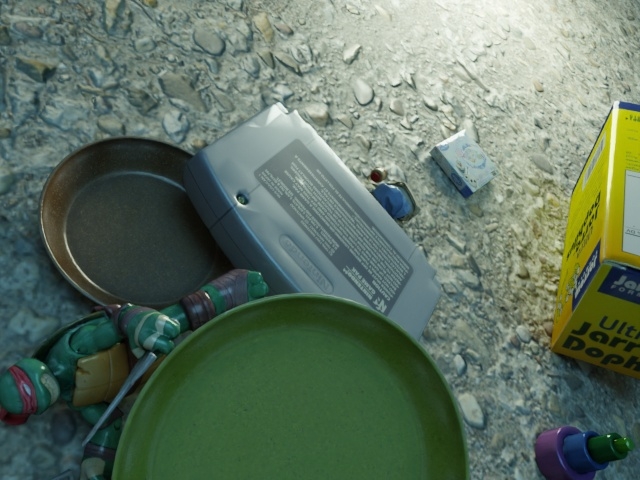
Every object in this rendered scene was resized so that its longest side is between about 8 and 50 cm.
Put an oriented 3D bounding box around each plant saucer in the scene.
[{"bbox_3d":[-0.167,-0.011,0.566,0.198,0.036,0.198,16,54,-24],"label":"plant saucer"},{"bbox_3d":[-0.015,0.157,0.396,0.241,0.037,0.241,3,81,-16],"label":"plant saucer"}]

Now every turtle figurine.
[{"bbox_3d":[-0.146,0.099,0.444,0.118,0.175,0.234,45,38,23],"label":"turtle figurine"}]

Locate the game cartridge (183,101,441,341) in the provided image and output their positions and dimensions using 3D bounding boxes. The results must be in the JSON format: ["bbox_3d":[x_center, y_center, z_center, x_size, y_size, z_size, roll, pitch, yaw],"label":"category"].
[{"bbox_3d":[0.000,0.000,0.622,0.297,0.062,0.198,48,45,-6],"label":"game cartridge"}]

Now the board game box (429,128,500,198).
[{"bbox_3d":[0.221,-0.118,0.884,0.090,0.020,0.090,-31,82,-40],"label":"board game box"}]

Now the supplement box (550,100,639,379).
[{"bbox_3d":[0.464,-0.004,0.811,0.194,0.195,0.356,17,49,14],"label":"supplement box"}]

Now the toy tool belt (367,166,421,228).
[{"bbox_3d":[0.087,-0.055,0.742,0.083,0.052,0.051,49,40,4],"label":"toy tool belt"}]

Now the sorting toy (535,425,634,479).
[{"bbox_3d":[0.286,0.355,0.566,0.127,0.126,0.365,25,53,-17],"label":"sorting toy"}]
